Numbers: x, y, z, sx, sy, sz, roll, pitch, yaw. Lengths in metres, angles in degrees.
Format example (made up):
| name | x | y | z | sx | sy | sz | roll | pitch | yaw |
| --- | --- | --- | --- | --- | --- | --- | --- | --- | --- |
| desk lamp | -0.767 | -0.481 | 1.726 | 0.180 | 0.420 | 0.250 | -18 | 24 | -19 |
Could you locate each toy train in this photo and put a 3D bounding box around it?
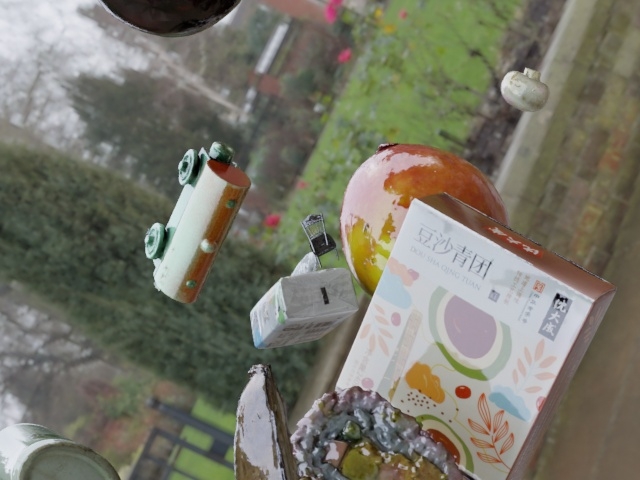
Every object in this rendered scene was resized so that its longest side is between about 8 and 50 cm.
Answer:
| name | x | y | z | sx | sy | sz | roll | pitch | yaw |
| --- | --- | --- | --- | --- | --- | --- | --- | --- | --- |
| toy train | -0.210 | -0.027 | 1.959 | 0.285 | 0.116 | 0.177 | -62 | 31 | 19 |

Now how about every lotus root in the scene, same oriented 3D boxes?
| name | x | y | z | sx | sy | sz | roll | pitch | yaw |
| --- | --- | --- | --- | --- | --- | --- | --- | --- | --- |
| lotus root | -0.059 | 0.305 | 1.288 | 0.167 | 0.078 | 0.329 | 70 | -172 | -78 |

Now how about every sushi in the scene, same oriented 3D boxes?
| name | x | y | z | sx | sy | sz | roll | pitch | yaw |
| --- | --- | --- | --- | --- | --- | --- | --- | --- | --- |
| sushi | 0.080 | 0.363 | 1.752 | 0.236 | 0.270 | 0.171 | -48 | -18 | -29 |

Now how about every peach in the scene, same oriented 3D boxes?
| name | x | y | z | sx | sy | sz | roll | pitch | yaw |
| --- | --- | --- | --- | --- | --- | --- | --- | --- | --- |
| peach | 0.209 | -0.033 | 2.298 | 0.370 | 0.370 | 0.370 | -64 | 3 | 7 |

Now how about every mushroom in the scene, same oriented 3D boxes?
| name | x | y | z | sx | sy | sz | roll | pitch | yaw |
| --- | --- | --- | --- | --- | --- | --- | --- | --- | --- |
| mushroom | 0.336 | -0.247 | 1.844 | 0.083 | 0.083 | 0.067 | -96 | 29 | -84 |

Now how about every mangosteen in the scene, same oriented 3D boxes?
| name | x | y | z | sx | sy | sz | roll | pitch | yaw |
| --- | --- | --- | --- | --- | --- | --- | --- | --- | --- |
| mangosteen | -0.219 | -0.463 | 1.721 | 0.293 | 0.297 | 0.297 | -51 | -5 | -33 |

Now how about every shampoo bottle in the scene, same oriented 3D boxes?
| name | x | y | z | sx | sy | sz | roll | pitch | yaw |
| --- | --- | --- | --- | --- | --- | --- | --- | --- | --- |
| shampoo bottle | -0.301 | 0.253 | 1.240 | 0.087 | 0.118 | 0.234 | -63 | 22 | -14 |

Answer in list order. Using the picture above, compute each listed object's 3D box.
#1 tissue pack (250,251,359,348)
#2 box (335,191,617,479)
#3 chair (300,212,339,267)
| name | x | y | z | sx | sy | sz | roll | pitch | yaw |
| --- | --- | --- | --- | --- | --- | --- | --- | --- | --- |
| tissue pack | -0.042 | 0.117 | 2.293 | 0.229 | 0.159 | 0.145 | 132 | 128 | -63 |
| box | 0.248 | 0.169 | 1.883 | 0.122 | 0.344 | 0.385 | -13 | -51 | -57 |
| chair | 0.001 | 0.001 | 1.675 | 0.037 | 0.042 | 0.086 | -25 | 39 | 5 |
